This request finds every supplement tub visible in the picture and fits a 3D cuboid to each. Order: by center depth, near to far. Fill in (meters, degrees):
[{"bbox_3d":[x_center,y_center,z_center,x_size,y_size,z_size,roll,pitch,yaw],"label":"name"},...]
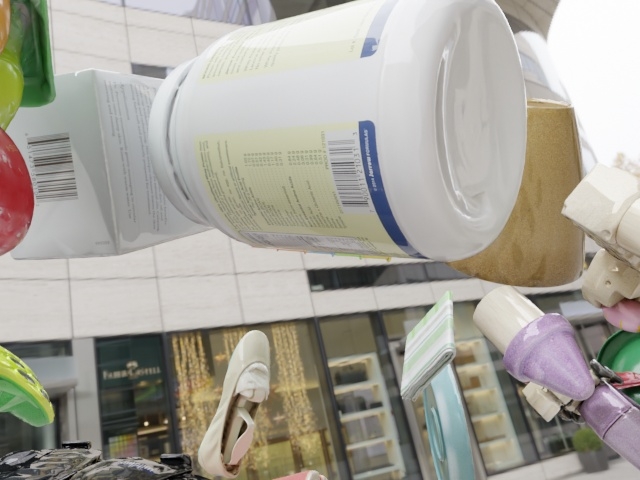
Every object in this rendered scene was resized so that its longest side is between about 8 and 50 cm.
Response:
[{"bbox_3d":[0.009,-0.104,0.574,0.325,0.235,0.235,4,-7,38],"label":"supplement tub"}]

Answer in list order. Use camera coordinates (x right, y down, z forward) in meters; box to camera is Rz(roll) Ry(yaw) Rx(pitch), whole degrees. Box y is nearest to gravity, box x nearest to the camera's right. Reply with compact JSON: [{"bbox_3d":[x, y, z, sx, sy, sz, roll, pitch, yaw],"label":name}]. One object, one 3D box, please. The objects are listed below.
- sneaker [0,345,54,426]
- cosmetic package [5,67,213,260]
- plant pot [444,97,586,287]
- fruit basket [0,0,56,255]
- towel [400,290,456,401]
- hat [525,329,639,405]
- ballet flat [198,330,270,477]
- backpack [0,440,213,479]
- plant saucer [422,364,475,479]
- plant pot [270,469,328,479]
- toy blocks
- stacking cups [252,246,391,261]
[{"bbox_3d":[-0.545,0.228,0.910,0.123,0.109,0.295,-46,-42,-11],"label":"sneaker"},{"bbox_3d":[-0.216,-0.100,0.760,0.155,0.197,0.365,-3,7,19],"label":"cosmetic package"},{"bbox_3d":[0.311,-0.090,0.913,0.237,0.254,0.237,2,20,-1],"label":"plant pot"},{"bbox_3d":[-0.266,-0.087,0.372,0.165,0.353,0.327,0,-17,-22],"label":"fruit basket"},{"bbox_3d":[0.160,0.150,0.836,0.023,0.152,0.113,34,-62,-5],"label":"towel"},{"bbox_3d":[0.371,0.202,0.664,0.208,0.173,0.183,-5,10,43],"label":"hat"},{"bbox_3d":[-0.128,0.279,0.976,0.086,0.248,0.086,18,-6,2],"label":"ballet flat"},{"bbox_3d":[-0.220,0.292,0.443,0.290,0.273,0.355,11,-22,-2],"label":"backpack"},{"bbox_3d":[0.249,0.386,1.161,0.044,0.317,0.317,-8,-20,2],"label":"plant saucer"},{"bbox_3d":[-0.079,0.453,0.784,0.243,0.275,0.275,-28,-22,6],"label":"plant pot"},{"bbox_3d":[0.310,0.079,0.382,0.289,0.260,0.309,26,-74,-40],"label":"toy blocks"},{"bbox_3d":[0.000,0.000,1.285,0.316,0.096,0.096,1,-22,-3],"label":"stacking cups"}]
